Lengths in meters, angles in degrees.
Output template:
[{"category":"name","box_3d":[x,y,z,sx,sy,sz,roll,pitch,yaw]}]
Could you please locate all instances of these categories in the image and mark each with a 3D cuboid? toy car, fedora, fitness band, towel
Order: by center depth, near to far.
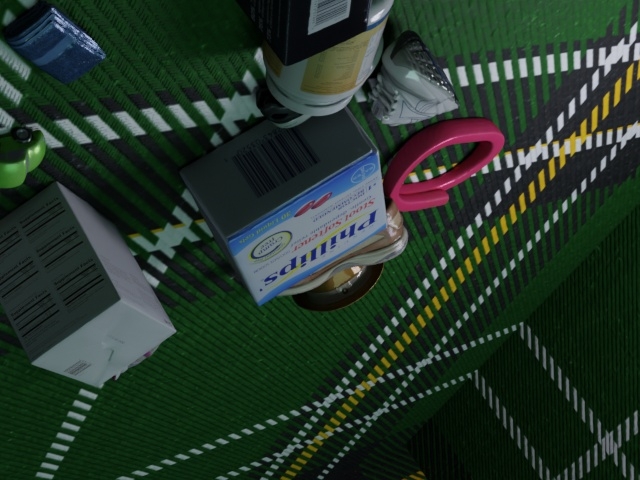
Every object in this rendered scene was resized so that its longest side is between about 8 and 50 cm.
[{"category":"towel","box_3d":[-0.293,-0.216,1.192,0.067,0.029,0.119,-36,158,7]},{"category":"toy car","box_3d":[-0.421,-0.078,1.262,0.225,0.053,0.239,-19,154,-32]},{"category":"fitness band","box_3d":[0.229,-0.147,2.039,0.291,0.054,0.209,-12,146,-46]},{"category":"fedora","box_3d":[0.023,0.051,2.057,0.194,0.194,0.079,-32,123,-5]}]

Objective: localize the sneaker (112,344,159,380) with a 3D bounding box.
[{"category":"sneaker","box_3d":[-0.320,0.138,1.804,0.111,0.103,0.252,-29,164,-23]}]

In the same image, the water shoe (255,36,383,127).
[{"category":"water shoe","box_3d":[0.001,-0.234,1.508,0.203,0.073,0.080,-40,152,10]}]

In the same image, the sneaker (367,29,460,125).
[{"category":"sneaker","box_3d":[0.132,-0.226,1.637,0.129,0.111,0.297,-29,167,9]}]

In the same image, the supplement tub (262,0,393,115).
[{"category":"supplement tub","box_3d":[0.004,-0.265,1.352,0.144,0.144,0.200,-23,156,-25]}]

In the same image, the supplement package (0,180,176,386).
[{"category":"supplement package","box_3d":[-0.336,0.065,1.476,0.149,0.203,0.194,-35,157,2]}]

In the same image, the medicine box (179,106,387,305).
[{"category":"medicine box","box_3d":[-0.046,-0.063,1.690,0.263,0.149,0.289,-32,157,-6]}]

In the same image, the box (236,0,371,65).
[{"category":"box","box_3d":[-0.042,-0.313,1.107,0.108,0.207,0.153,-27,158,-17]}]

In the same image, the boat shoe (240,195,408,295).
[{"category":"boat shoe","box_3d":[0.000,0.000,1.955,0.324,0.123,0.116,-21,128,-14]}]
